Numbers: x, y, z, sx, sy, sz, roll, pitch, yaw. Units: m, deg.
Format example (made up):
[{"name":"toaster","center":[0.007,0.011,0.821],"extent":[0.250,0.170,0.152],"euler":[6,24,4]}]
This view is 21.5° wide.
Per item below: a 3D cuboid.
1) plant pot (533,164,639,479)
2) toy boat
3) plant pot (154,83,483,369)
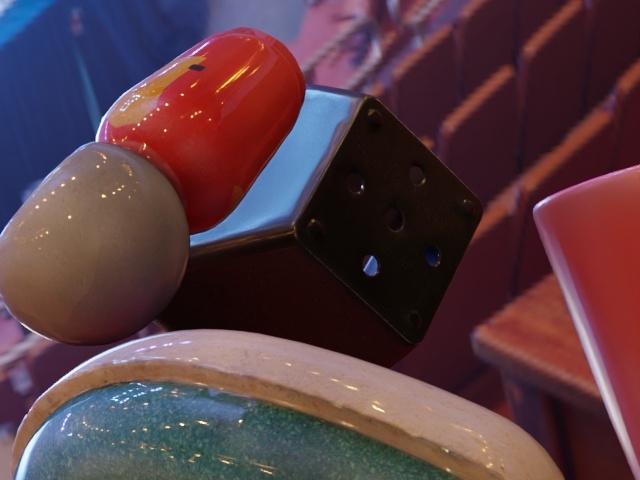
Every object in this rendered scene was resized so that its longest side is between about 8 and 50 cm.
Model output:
[{"name":"plant pot","center":[0.294,0.066,1.087],"extent":[0.275,0.243,0.275],"euler":[-11,-5,-1]},{"name":"toy boat","center":[-0.037,0.082,0.649],"extent":[0.267,0.318,0.148],"euler":[7,37,28]},{"name":"plant pot","center":[0.000,0.000,1.178],"extent":[0.167,0.188,0.187],"euler":[-13,41,50]}]
